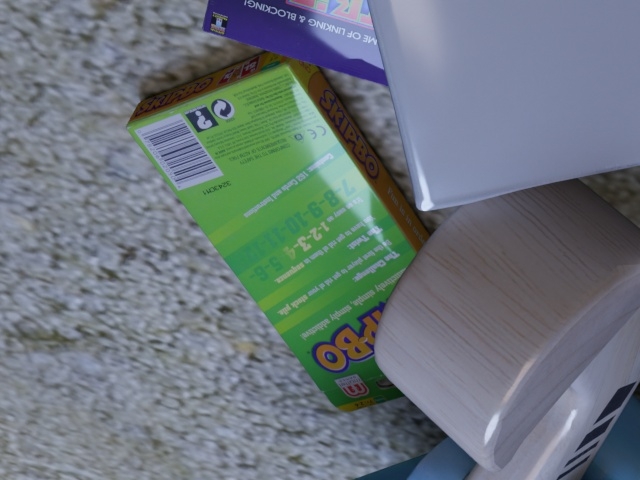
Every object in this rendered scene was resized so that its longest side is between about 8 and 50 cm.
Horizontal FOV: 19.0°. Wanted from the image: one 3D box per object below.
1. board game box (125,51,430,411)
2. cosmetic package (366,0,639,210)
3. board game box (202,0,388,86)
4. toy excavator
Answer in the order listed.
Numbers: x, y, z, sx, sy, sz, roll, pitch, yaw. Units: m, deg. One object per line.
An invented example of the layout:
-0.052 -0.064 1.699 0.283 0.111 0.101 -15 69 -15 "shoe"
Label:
0.000 0.000 1.202 0.124 0.039 0.259 -18 120 30 "board game box"
0.068 -0.234 0.823 0.156 0.217 0.385 -11 119 6 "cosmetic package"
0.030 -0.157 1.050 0.170 0.048 0.141 16 131 3 "board game box"
0.120 0.138 1.079 0.222 0.433 0.445 41 119 27 "toy excavator"
